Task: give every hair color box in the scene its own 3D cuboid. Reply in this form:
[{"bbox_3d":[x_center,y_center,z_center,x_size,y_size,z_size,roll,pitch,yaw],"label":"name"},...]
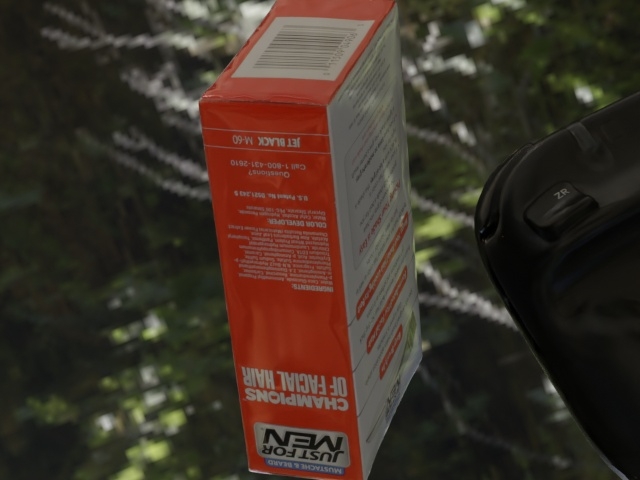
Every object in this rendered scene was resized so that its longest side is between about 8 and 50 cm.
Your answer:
[{"bbox_3d":[0.000,0.000,0.724,0.053,0.167,0.093,4,-149,18],"label":"hair color box"}]

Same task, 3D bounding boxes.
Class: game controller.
[{"bbox_3d":[0.226,-0.018,0.796,0.319,0.166,0.067,-26,174,-18],"label":"game controller"}]
